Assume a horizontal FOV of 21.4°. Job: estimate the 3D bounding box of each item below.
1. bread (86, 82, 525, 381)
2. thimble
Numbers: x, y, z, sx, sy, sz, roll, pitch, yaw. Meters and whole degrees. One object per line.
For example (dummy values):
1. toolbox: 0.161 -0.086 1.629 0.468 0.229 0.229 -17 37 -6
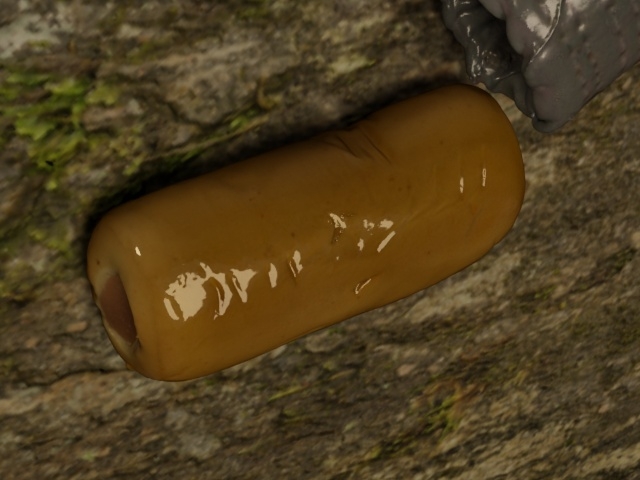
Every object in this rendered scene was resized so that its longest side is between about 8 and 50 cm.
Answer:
1. bread: 0.000 0.000 1.099 0.305 0.091 0.142 -22 128 -25
2. thimble: 0.141 -0.156 1.057 0.118 0.127 0.151 -37 136 -7
